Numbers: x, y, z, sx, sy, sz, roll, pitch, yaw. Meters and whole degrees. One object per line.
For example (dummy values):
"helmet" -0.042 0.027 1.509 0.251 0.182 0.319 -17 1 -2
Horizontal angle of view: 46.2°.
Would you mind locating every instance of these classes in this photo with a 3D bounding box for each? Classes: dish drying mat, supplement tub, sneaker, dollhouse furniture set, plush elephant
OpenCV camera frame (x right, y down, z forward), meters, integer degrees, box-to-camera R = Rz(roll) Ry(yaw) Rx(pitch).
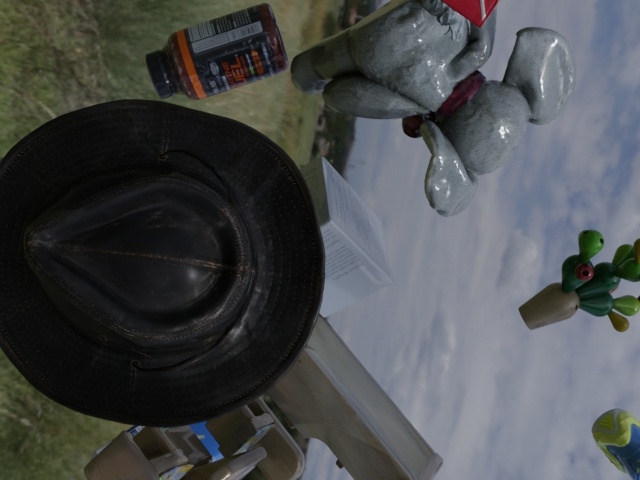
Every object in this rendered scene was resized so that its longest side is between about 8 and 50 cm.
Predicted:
"dish drying mat" 0.079 -0.174 0.484 0.032 0.083 0.008 -54 -167 21
"supplement tub" -0.152 -0.270 1.103 0.106 0.197 0.106 -18 90 -89
"sneaker" 0.506 0.350 1.154 0.091 0.240 0.126 -47 -142 15
"dollhouse furniture set" -0.086 0.314 0.936 0.394 0.256 0.362 -44 165 11
"plush elephant" 0.159 -0.191 0.948 0.271 0.255 0.330 -35 -162 -6

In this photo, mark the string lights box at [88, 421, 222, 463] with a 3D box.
"string lights box" -0.263 0.370 1.340 0.259 0.133 0.077 -30 161 -41

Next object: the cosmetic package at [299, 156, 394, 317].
"cosmetic package" 0.000 0.000 1.201 0.183 0.151 0.151 44 26 -39

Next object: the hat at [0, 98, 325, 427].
"hat" -0.158 0.018 0.642 0.134 0.331 0.331 143 -41 -88

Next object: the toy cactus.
"toy cactus" 0.345 0.067 0.952 0.219 0.180 0.112 31 33 -55

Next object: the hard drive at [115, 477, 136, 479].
"hard drive" 0.004 0.264 0.579 0.307 0.203 0.040 46 55 -45
